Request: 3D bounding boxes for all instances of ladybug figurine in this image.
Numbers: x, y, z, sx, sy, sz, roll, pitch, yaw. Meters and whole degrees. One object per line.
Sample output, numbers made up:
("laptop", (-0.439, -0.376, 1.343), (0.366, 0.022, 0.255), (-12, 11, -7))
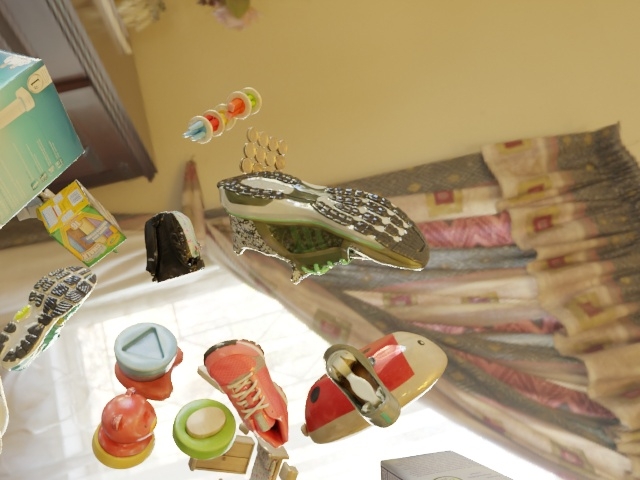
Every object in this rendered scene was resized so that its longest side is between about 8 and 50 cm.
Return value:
("ladybug figurine", (0.129, 0.394, 1.754), (0.161, 0.450, 0.305), (58, -2, -1))

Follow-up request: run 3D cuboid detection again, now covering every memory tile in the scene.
("memory tile", (-0.131, -0.196, 1.495), (0.148, 0.012, 0.113), (16, 82, -54))

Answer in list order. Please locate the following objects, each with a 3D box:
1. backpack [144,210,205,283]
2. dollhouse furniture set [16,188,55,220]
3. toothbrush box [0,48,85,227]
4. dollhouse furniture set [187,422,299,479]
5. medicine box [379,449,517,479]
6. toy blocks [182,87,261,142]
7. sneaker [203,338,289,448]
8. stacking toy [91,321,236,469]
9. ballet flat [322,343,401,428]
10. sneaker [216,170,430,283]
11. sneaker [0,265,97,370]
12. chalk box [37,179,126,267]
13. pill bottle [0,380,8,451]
("backpack", (-0.398, 0.011, 1.718), (0.115, 0.152, 0.181), (-4, 76, -84))
("dollhouse furniture set", (-0.930, -0.109, 1.727), (0.286, 0.304, 0.198), (55, 38, -48))
("toothbrush box", (-0.596, -0.165, 1.134), (0.295, 0.126, 0.216), (-58, 155, -34))
("dollhouse furniture set", (-0.236, 0.668, 1.743), (0.355, 0.174, 0.303), (26, -81, 65))
("medicine box", (0.221, 0.495, 0.976), (0.289, 0.149, 0.263), (176, -87, -67))
("toy blocks", (-0.190, -0.235, 1.215), (0.054, 0.123, 0.148), (58, 29, -11))
("sneaker", (-0.135, 0.325, 1.342), (0.313, 0.116, 0.136), (60, 1, -40))
("stacking toy", (-0.303, 0.298, 1.304), (0.308, 0.280, 0.130), (-96, -162, -49))
("ballet flat", (0.056, 0.226, 1.067), (0.068, 0.072, 0.213), (46, -3, -40))
("sneaker", (0.000, 0.000, 1.169), (0.158, 0.411, 0.181), (-41, 143, -52))
("sneaker", (-0.608, 0.169, 1.420), (0.107, 0.275, 0.110), (31, -29, 9))
("chalk box", (-0.626, -0.030, 1.719), (0.132, 0.132, 0.213), (46, -9, 40))
("pill bottle", (-0.793, 0.368, 1.409), (0.318, 0.176, 0.176), (36, -36, 51))
